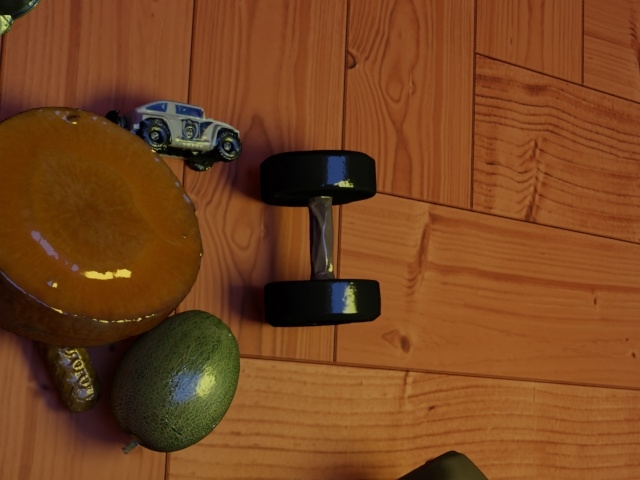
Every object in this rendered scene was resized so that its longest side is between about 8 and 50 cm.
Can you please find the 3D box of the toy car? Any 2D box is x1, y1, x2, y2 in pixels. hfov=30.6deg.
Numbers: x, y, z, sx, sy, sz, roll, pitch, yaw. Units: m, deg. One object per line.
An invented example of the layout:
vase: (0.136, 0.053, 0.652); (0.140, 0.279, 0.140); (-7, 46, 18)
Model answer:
toy car: (-0.183, -0.130, 1.432); (0.170, 0.080, 0.070); (6, 79, -35)

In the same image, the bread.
bread: (-0.294, 0.123, 1.336); (0.052, 0.044, 0.157); (-26, 100, -36)

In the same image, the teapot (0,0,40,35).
teapot: (-0.370, -0.287, 1.324); (0.091, 0.124, 0.092); (49, 16, -39)

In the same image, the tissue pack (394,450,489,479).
tissue pack: (0.082, 0.443, 1.399); (0.387, 0.267, 0.277); (-12, 71, -50)

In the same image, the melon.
melon: (-0.171, 0.170, 1.365); (0.139, 0.139, 0.192); (46, 63, -23)

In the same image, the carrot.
carrot: (-0.270, -0.012, 1.307); (0.307, 0.100, 0.258); (17, 63, -28)

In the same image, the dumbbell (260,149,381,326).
dumbbell: (0.000, 0.000, 1.507); (0.152, 0.152, 0.218); (2, 83, -37)
